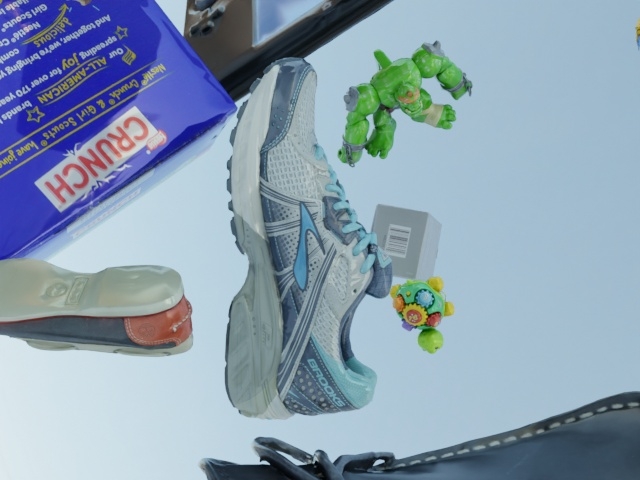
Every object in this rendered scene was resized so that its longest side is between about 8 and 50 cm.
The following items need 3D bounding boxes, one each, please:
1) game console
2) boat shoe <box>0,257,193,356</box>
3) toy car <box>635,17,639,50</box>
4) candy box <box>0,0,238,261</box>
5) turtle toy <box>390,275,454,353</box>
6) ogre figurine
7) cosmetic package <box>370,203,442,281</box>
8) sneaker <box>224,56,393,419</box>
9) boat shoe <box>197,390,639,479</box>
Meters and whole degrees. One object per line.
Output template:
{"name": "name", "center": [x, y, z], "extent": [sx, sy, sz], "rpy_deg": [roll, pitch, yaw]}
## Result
{"name": "game console", "center": [0.004, -0.318, 0.879], "extent": [0.386, 0.060, 0.342], "rpy_deg": [-29, -145, 21]}
{"name": "boat shoe", "center": [-0.133, 0.038, 0.421], "extent": [0.049, 0.137, 0.043], "rpy_deg": [-81, 169, -51]}
{"name": "toy car", "center": [0.424, -0.230, 0.996], "extent": [0.060, 0.122, 0.040], "rpy_deg": [-5, -47, 18]}
{"name": "candy box", "center": [-0.278, -0.150, 0.702], "extent": [0.317, 0.268, 0.122], "rpy_deg": [52, -24, 0]}
{"name": "turtle toy", "center": [0.164, 0.120, 1.305], "extent": [0.095, 0.066, 0.130], "rpy_deg": [-15, -70, 30]}
{"name": "ogre figurine", "center": [0.100, -0.180, 1.038], "extent": [0.118, 0.197, 0.097], "rpy_deg": [60, 17, -55]}
{"name": "cosmetic package", "center": [0.160, 0.010, 1.504], "extent": [0.107, 0.238, 0.127], "rpy_deg": [10, -93, 12]}
{"name": "sneaker", "center": [0.000, 0.000, 0.633], "extent": [0.122, 0.110, 0.283], "rpy_deg": [1, -85, 14]}
{"name": "boat shoe", "center": [0.006, 0.177, 0.382], "extent": [0.187, 0.500, 0.156], "rpy_deg": [-142, -146, -67]}
